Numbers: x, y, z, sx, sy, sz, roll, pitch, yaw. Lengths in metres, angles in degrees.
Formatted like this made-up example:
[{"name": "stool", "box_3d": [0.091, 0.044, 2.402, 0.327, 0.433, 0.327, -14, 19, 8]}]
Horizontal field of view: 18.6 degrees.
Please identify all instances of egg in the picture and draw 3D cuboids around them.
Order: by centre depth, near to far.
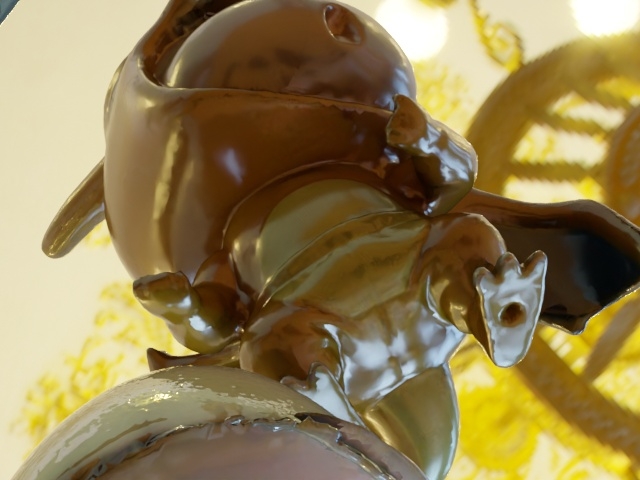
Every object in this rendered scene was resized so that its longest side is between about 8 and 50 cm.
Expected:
[{"name": "egg", "box_3d": [-0.077, 0.198, 1.046, 0.264, 0.174, 0.286, 17, -82, -23]}]

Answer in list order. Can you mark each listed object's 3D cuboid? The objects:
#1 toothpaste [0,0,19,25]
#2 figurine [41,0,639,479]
[{"name": "toothpaste", "box_3d": [-0.205, -0.094, 1.004, 0.062, 0.039, 0.239, 24, -120, 17]}, {"name": "figurine", "box_3d": [-0.032, 0.017, 1.301, 0.401, 0.268, 0.387, -42, -137, 1]}]
